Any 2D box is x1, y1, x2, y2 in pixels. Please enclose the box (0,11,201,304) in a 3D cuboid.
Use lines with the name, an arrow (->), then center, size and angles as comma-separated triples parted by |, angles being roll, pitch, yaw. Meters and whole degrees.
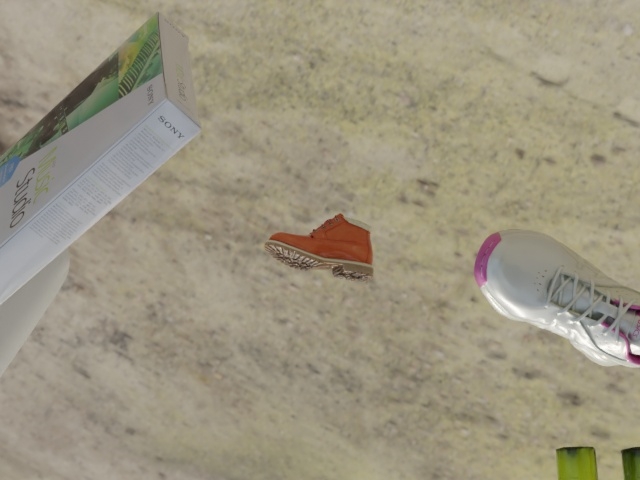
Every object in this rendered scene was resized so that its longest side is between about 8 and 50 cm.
box -> -0.270, -0.091, 1.104 | 0.322, 0.232, 0.058 | -38, 123, 14

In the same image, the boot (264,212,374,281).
boot -> 0.000, 0.000, 1.352 | 0.158, 0.085, 0.059 | 13, 164, -23

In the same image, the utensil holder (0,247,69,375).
utensil holder -> -0.574, 0.102, 1.388 | 0.327, 0.385, 0.328 | 12, 133, 13

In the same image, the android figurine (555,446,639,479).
android figurine -> 0.307, 0.347, 1.017 | 0.248, 0.273, 0.056 | 7, 161, -20

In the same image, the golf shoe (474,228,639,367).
golf shoe -> 0.317, 0.072, 1.183 | 0.306, 0.115, 0.140 | 25, 175, -31
